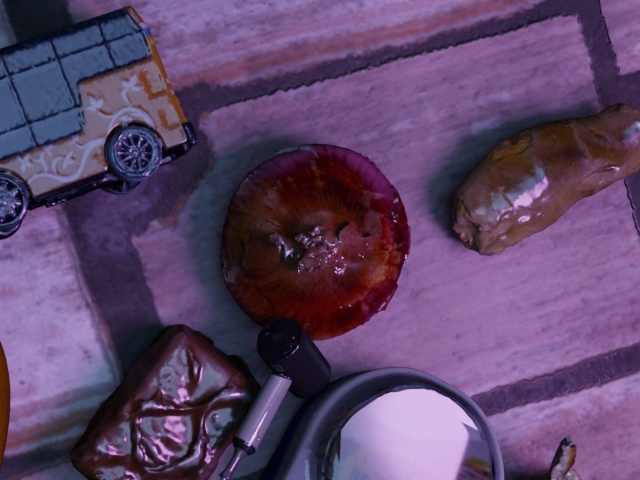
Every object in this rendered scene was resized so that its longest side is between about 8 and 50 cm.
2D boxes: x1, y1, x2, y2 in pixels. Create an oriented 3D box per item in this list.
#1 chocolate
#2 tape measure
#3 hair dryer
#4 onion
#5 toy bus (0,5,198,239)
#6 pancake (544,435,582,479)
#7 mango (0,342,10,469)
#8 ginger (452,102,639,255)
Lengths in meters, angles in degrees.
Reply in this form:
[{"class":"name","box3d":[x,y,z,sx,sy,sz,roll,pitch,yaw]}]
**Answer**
[{"class":"chocolate","box3d":[-0.165,0.204,1.565,0.148,0.093,0.214,38,79,-11]},{"class":"tape measure","box3d":[0.081,0.280,1.600,0.259,0.138,0.262,28,81,-12]},{"class":"hair dryer","box3d":[-0.061,0.189,1.534,0.197,0.057,0.100,-58,141,-23]},{"class":"onion","box3d":[0.000,0.000,1.579,0.230,0.163,0.230,1,83,-12]},{"class":"toy bus","box3d":[-0.319,-0.116,1.511,0.323,0.162,0.194,-21,92,-15]},{"class":"pancake","box3d":[0.201,0.415,1.556,0.067,0.304,0.427,28,45,20]},{"class":"mango","box3d":[-0.428,0.215,1.396,0.221,0.264,0.378,10,67,-33]},{"class":"ginger","box3d":[0.271,-0.080,1.678,0.263,0.109,0.116,-27,67,-14]}]
